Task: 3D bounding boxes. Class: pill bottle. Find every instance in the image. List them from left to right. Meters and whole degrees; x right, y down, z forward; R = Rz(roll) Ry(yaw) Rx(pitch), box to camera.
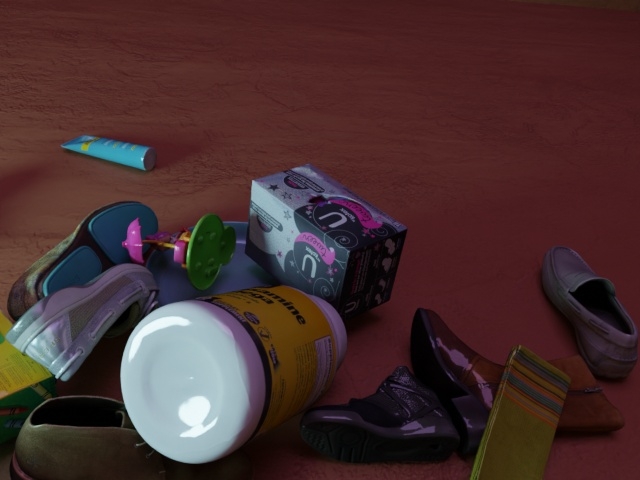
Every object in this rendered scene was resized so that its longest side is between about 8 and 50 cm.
[{"bbox_3d":[-0.090,0.157,0.943,0.188,0.187,0.334,24,11,21],"label":"pill bottle"}]

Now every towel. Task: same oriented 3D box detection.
[{"bbox_3d":[0.285,0.268,0.995,0.102,0.021,0.237,30,58,-2],"label":"towel"}]

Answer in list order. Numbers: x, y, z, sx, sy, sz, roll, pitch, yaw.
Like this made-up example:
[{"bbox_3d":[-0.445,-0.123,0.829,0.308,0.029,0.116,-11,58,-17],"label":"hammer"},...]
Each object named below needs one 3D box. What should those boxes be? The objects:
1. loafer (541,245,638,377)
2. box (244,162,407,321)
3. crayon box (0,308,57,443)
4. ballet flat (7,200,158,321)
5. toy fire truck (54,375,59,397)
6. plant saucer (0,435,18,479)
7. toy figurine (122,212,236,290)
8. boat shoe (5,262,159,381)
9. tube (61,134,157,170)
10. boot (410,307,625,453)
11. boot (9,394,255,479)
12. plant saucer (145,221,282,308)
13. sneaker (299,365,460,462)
[{"bbox_3d":[0.489,0.104,1.277,0.112,0.111,0.319,2,36,-9],"label":"loafer"},{"bbox_3d":[0.000,0.000,1.203,0.142,0.163,0.247,-22,45,-38],"label":"box"},{"bbox_3d":[-0.493,0.159,0.941,0.165,0.081,0.278,-25,48,-37],"label":"crayon box"},{"bbox_3d":[-0.403,0.033,1.201,0.123,0.123,0.348,15,31,9],"label":"ballet flat"},{"bbox_3d":[-0.463,0.182,1.027,0.135,0.047,0.192,-10,40,-23],"label":"toy fire truck"},{"bbox_3d":[-0.443,0.300,0.868,0.189,0.045,0.188,1,36,-10],"label":"plant saucer"},{"bbox_3d":[-0.251,0.004,1.211,0.159,0.130,0.173,9,12,17],"label":"toy figurine"},{"bbox_3d":[-0.312,0.113,1.010,0.103,0.118,0.320,47,10,3],"label":"boat shoe"},{"bbox_3d":[-0.464,-0.201,1.565,0.207,0.052,0.080,14,24,17],"label":"tube"},{"bbox_3d":[0.303,0.200,1.121,0.281,0.096,0.264,-5,37,-19],"label":"boot"},{"bbox_3d":[-0.217,0.265,0.881,0.305,0.115,0.112,12,32,-21],"label":"boot"},{"bbox_3d":[-0.148,0.072,1.250,0.318,0.043,0.317,6,36,-4],"label":"plant saucer"},{"bbox_3d":[0.077,0.247,1.019,0.228,0.087,0.130,3,34,-13],"label":"sneaker"}]
